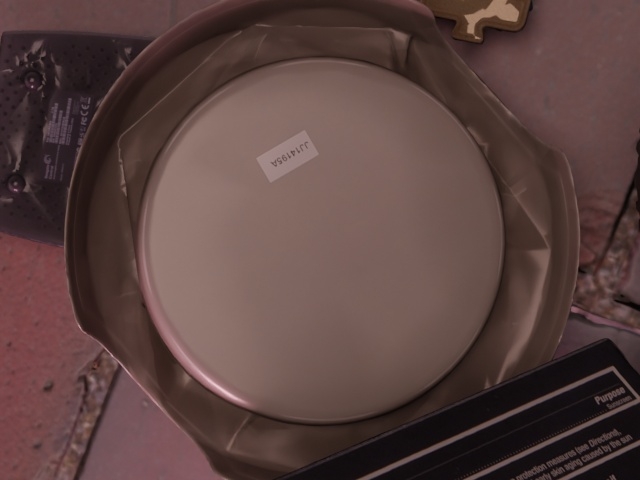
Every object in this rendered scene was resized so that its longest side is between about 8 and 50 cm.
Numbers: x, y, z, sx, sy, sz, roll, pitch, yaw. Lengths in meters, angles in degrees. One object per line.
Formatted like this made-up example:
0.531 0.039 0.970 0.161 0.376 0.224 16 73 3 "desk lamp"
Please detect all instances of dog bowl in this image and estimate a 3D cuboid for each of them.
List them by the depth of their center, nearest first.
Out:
0.000 0.000 0.943 0.349 0.102 0.349 0 89 -4 "dog bowl"

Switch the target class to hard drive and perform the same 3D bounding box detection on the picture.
-0.135 -0.070 1.043 0.255 0.054 0.172 8 88 13 "hard drive"

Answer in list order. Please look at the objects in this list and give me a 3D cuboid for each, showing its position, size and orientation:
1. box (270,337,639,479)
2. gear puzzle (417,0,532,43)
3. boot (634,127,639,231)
0.129 0.255 0.789 0.296 0.183 0.294 -18 55 -28 "box"
0.015 -0.258 1.032 0.339 0.044 0.175 14 91 17 "gear puzzle"
0.318 0.048 0.787 0.131 0.260 0.348 -15 110 -19 "boot"
